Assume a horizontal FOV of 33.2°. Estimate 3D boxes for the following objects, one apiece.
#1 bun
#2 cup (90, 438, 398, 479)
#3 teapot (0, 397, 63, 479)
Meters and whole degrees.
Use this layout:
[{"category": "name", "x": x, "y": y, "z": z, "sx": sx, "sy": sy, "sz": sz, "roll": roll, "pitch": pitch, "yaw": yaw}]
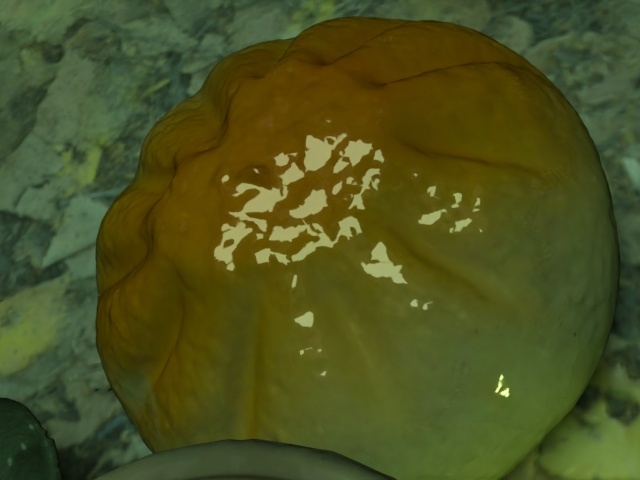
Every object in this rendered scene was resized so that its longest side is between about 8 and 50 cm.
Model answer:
[{"category": "bun", "x": 0.000, "y": 0.000, "z": 0.569, "sx": 0.299, "sy": 0.165, "sz": 0.298, "roll": -11, "pitch": 59, "yaw": 19}, {"category": "cup", "x": 0.027, "y": 0.219, "z": 0.378, "sx": 0.288, "sy": 0.273, "sz": 0.208, "roll": 18, "pitch": 66, "yaw": 26}, {"category": "teapot", "x": -0.281, "y": 0.164, "z": 0.568, "sx": 0.305, "sy": 0.285, "sz": 0.223, "roll": -15, "pitch": 67, "yaw": 49}]
